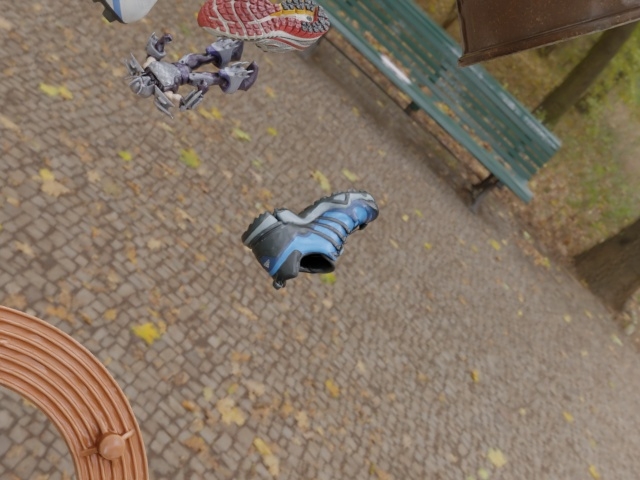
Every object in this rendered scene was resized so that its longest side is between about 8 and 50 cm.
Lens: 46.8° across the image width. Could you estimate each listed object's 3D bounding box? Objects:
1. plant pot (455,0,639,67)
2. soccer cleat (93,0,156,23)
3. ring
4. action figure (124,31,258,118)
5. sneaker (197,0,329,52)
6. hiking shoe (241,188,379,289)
[{"bbox_3d":[0.136,-0.195,0.393,0.167,0.167,0.165,-42,118,-64],"label":"plant pot"},{"bbox_3d":[-0.430,-0.577,1.409,0.331,0.143,0.116,53,10,-26],"label":"soccer cleat"},{"bbox_3d":[-0.293,0.212,0.555,0.336,0.032,0.337,2,85,-28],"label":"ring"},{"bbox_3d":[-0.264,-0.339,1.477,0.285,0.099,0.185,-25,77,-38],"label":"action figure"},{"bbox_3d":[-0.100,-0.355,1.252,0.225,0.092,0.088,0,69,-27],"label":"sneaker"},{"bbox_3d":[0.000,0.000,1.335,0.304,0.113,0.132,-19,73,-38],"label":"hiking shoe"}]
